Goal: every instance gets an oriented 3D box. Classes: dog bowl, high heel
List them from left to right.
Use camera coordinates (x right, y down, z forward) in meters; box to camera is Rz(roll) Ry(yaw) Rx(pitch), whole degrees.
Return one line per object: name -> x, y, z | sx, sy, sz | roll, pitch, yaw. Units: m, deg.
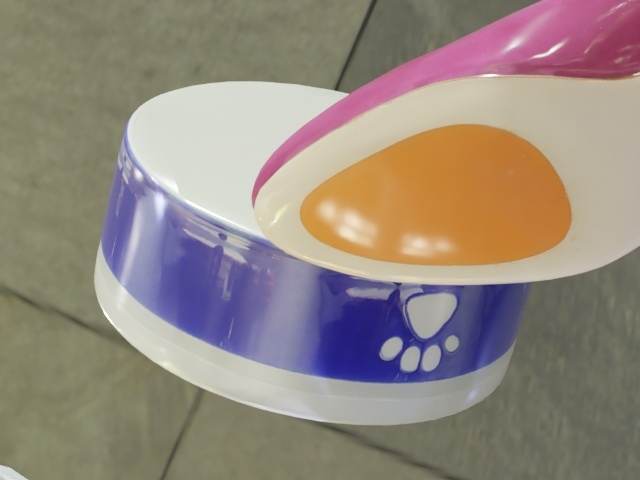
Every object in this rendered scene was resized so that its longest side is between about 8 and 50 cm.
dog bowl -> 0.000, 0.000, 1.127 | 0.265, 0.265, 0.104 | 15, 114, 4
high heel -> 0.094, -0.065, 0.557 | 0.244, 0.117, 0.082 | -21, 126, 19

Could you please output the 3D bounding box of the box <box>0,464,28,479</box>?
box -> -0.229, 0.283, 1.527 | 0.181, 0.182, 0.119 | 33, 81, 2
